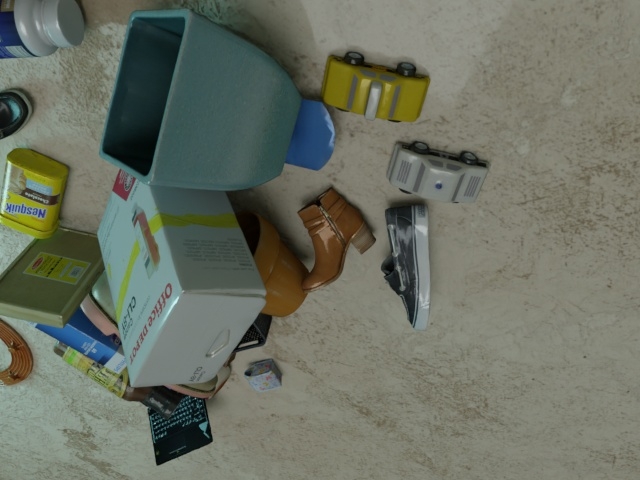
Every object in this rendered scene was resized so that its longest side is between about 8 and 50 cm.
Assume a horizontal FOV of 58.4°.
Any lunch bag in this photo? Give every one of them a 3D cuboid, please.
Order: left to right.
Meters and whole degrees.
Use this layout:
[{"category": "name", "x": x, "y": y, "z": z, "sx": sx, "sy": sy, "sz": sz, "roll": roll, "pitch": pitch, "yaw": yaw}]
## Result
[{"category": "lunch bag", "x": -0.152, "y": 0.358, "z": 1.509, "sx": 0.083, "sy": 0.053, "sz": 0.071, "roll": -20, "pitch": 124, "yaw": 10}]

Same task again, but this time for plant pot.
[{"category": "plant pot", "x": -0.180, "y": -0.211, "z": 0.942, "sx": 0.252, "sy": 0.247, "sz": 0.247, "roll": 9, "pitch": 101, "yaw": -39}, {"category": "plant pot", "x": -0.129, "y": 0.070, "z": 1.216, "sx": 0.205, "sy": 0.205, "sz": 0.188, "roll": -32, "pitch": 131, "yaw": 27}]

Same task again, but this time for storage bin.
[{"category": "storage bin", "x": -0.208, "y": 0.170, "z": 1.359, "sx": 0.122, "sy": 0.084, "sz": 0.180, "roll": -18, "pitch": 123, "yaw": 20}]

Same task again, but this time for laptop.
[{"category": "laptop", "x": -0.445, "y": 0.462, "z": 1.576, "sx": 0.234, "sy": 0.264, "sz": 0.137, "roll": -31, "pitch": 153, "yaw": 27}]

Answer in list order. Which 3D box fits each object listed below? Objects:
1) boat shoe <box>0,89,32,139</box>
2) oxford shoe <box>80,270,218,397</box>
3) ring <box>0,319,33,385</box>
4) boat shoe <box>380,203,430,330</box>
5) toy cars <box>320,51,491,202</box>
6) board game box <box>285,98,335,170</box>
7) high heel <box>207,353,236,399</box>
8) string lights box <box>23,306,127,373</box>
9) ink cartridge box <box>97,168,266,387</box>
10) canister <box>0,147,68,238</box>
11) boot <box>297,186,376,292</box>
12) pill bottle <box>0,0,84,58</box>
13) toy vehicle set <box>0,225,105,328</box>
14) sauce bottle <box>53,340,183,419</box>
[{"category": "boat shoe", "x": -0.673, "y": -0.225, "z": 1.141, "sx": 0.233, "sy": 0.079, "sz": 0.084, "roll": -20, "pitch": 119, "yaw": 20}, {"category": "oxford shoe", "x": -0.381, "y": 0.219, "z": 1.366, "sx": 0.397, "sy": 0.140, "sz": 0.146, "roll": 43, "pitch": 99, "yaw": -12}, {"category": "ring", "x": -0.979, "y": 0.304, "z": 1.607, "sx": 0.337, "sy": 0.032, "sz": 0.336, "roll": 5, "pitch": 126, "yaw": 6}, {"category": "boat shoe", "x": 0.179, "y": 0.064, "z": 1.208, "sx": 0.102, "sy": 0.108, "sz": 0.301, "roll": -2, "pitch": 123, "yaw": 10}, {"category": "toy cars", "x": 0.157, "y": -0.185, "z": 1.038, "sx": 0.176, "sy": 0.087, "sz": 0.393, "roll": -30, "pitch": 117, "yaw": 27}, {"category": "board game box", "x": -0.041, "y": -0.207, "z": 1.075, "sx": 0.169, "sy": 0.033, "sz": 0.133, "roll": 16, "pitch": 124, "yaw": 24}, {"category": "high heel", "x": -0.299, "y": 0.327, "z": 1.506, "sx": 0.117, "sy": 0.082, "sz": 0.244, "roll": 35, "pitch": 138, "yaw": 11}, {"category": "string lights box", "x": -0.566, "y": 0.199, "z": 1.402, "sx": 0.260, "sy": 0.133, "sz": 0.077, "roll": 36, "pitch": 121, "yaw": -17}, {"category": "ink cartridge box", "x": -0.278, "y": 0.036, "z": 1.070, "sx": 0.160, "sy": 0.384, "sz": 0.279, "roll": 4, "pitch": 134, "yaw": -38}, {"category": "canister", "x": -0.618, "y": -0.101, "z": 1.227, "sx": 0.126, "sy": 0.073, "sz": 0.170, "roll": 24, "pitch": 125, "yaw": -10}, {"category": "boot", "x": 0.000, "y": 0.000, "z": 1.181, "sx": 0.197, "sy": 0.073, "sz": 0.152, "roll": -43, "pitch": 107, "yaw": -6}, {"category": "pill bottle", "x": -0.514, "y": -0.373, "z": 0.985, "sx": 0.187, "sy": 0.112, "sz": 0.112, "roll": -1, "pitch": 126, "yaw": 8}, {"category": "toy vehicle set", "x": -0.567, "y": 0.068, "z": 1.223, "sx": 0.166, "sy": 0.266, "sz": 0.035, "roll": 13, "pitch": 126, "yaw": 0}, {"category": "sauce bottle", "x": -0.516, "y": 0.338, "z": 1.480, "sx": 0.344, "sy": 0.111, "sz": 0.111, "roll": 35, "pitch": 124, "yaw": -4}]
